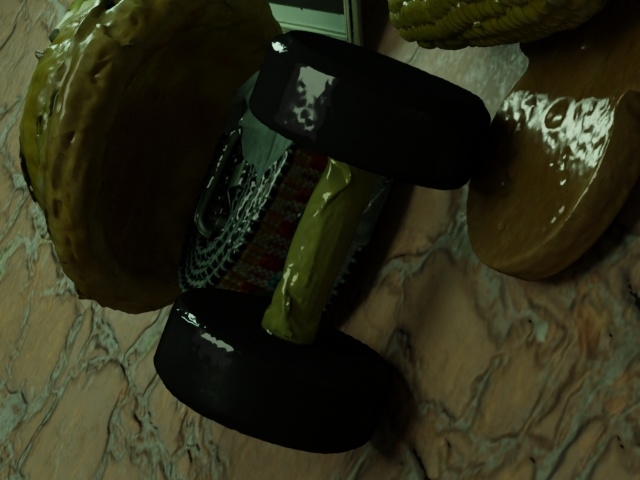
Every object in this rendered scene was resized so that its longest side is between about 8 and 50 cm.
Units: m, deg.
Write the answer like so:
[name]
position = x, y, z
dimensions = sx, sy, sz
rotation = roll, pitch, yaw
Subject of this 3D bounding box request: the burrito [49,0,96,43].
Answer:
[burrito]
position = -0.217, -0.276, 2.377
dimensions = 0.190, 0.135, 0.332
rotation = -57, 24, -3

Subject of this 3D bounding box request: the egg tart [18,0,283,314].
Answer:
[egg tart]
position = -0.178, -0.116, 1.926
dimensions = 0.169, 0.388, 0.388
rotation = 17, 82, 29

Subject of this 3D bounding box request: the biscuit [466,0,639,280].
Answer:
[biscuit]
position = 0.229, -0.131, 1.545
dimensions = 0.355, 0.052, 0.275
rotation = -66, 22, 1

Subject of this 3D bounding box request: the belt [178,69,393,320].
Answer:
[belt]
position = -0.032, -0.042, 1.833
dimensions = 0.257, 0.150, 0.207
rotation = -67, 22, -2

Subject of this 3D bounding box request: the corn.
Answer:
[corn]
position = 0.151, -0.225, 1.576
dimensions = 0.130, 0.130, 0.347
rotation = -70, 18, -8

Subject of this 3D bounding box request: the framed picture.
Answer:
[framed picture]
position = -0.023, -0.325, 2.057
dimensions = 0.293, 0.018, 0.231
rotation = -157, 61, -66

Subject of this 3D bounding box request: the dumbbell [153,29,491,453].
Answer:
[dumbbell]
position = 0.000, 0.000, 1.635
dimensions = 0.204, 0.203, 0.322
rotation = 44, 116, 62
